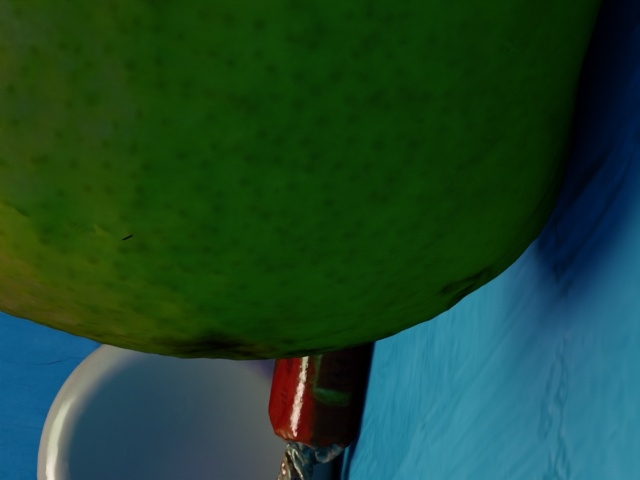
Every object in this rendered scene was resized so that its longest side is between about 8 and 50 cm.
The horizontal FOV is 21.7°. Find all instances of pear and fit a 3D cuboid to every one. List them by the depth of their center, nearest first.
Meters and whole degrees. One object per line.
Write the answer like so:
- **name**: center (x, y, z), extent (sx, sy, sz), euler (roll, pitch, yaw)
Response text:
- **pear**: center (-0.068, -0.142, 0.649), extent (0.391, 0.391, 0.391), euler (-171, 90, -86)

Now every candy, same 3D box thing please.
- **candy**: center (0.002, 0.075, 1.259), extent (0.086, 0.059, 0.292), euler (-163, 82, -68)

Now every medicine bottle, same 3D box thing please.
- **medicine bottle**: center (-0.117, 0.195, 1.448), extent (0.302, 0.241, 0.241), euler (127, 152, -81)
